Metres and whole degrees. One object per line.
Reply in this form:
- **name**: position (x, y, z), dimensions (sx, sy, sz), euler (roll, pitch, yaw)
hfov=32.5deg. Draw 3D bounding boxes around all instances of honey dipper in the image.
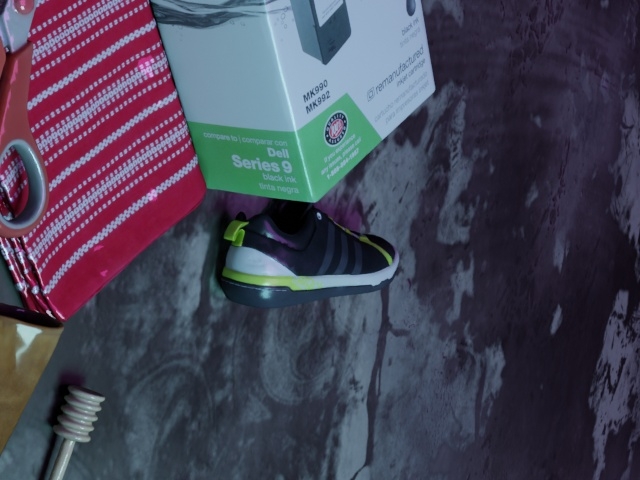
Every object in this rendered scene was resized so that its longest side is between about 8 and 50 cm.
- **honey dipper**: position (-0.206, 0.190, 0.836), dimensions (0.030, 0.030, 0.160), euler (28, 81, -55)

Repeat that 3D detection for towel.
- **towel**: position (-0.175, -0.099, 0.789), dimensions (0.199, 0.031, 0.274), euler (-45, 133, -40)

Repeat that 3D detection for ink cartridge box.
- **ink cartridge box**: position (-0.026, -0.209, 0.889), dimensions (0.211, 0.122, 0.289), euler (-45, 133, -40)

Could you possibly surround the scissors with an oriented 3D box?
- **scissors**: position (-0.201, -0.136, 0.694), dimensions (0.109, 0.021, 0.297), euler (2, 99, -54)

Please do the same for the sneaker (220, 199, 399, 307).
- **sneaker**: position (0.000, 0.000, 1.022), dimensions (0.235, 0.084, 0.097), euler (-11, 108, -53)

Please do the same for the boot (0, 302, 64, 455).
- **boot**: position (-0.275, 0.163, 0.596), dimensions (0.264, 0.096, 0.280), euler (8, 111, -57)
